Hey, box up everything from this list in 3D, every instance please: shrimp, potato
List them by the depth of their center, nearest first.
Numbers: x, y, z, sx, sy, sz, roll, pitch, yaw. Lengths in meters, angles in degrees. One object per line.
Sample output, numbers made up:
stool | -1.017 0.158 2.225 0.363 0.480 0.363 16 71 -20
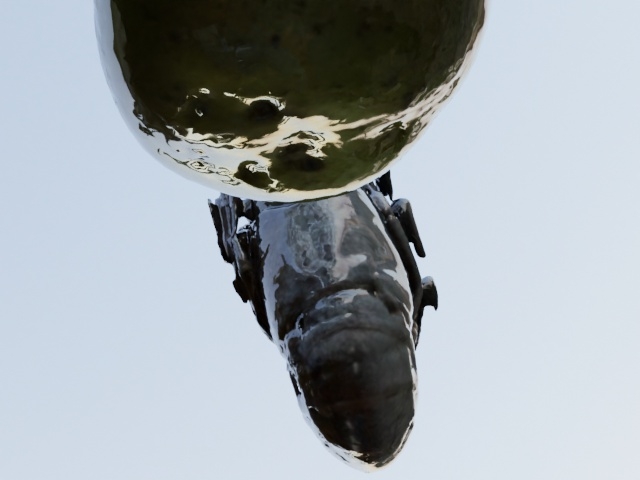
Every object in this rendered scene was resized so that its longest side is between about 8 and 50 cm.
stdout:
potato | -0.010 -0.139 0.489 0.197 0.149 0.228 45 -137 -54
shrimp | 0.003 -0.005 0.888 0.145 0.116 0.343 52 -160 -48
